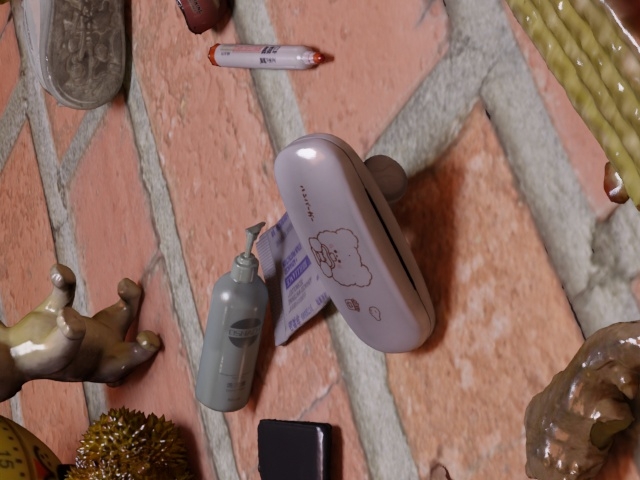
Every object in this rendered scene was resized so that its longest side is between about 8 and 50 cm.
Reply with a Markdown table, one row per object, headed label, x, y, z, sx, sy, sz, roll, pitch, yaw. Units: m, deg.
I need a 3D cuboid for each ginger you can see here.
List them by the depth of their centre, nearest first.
| label | x | y | z | sx | sy | sz | roll | pitch | yaw |
| --- | --- | --- | --- | --- | --- | --- | --- | --- | --- |
| ginger | 0.182 | 0.102 | 0.913 | 0.069 | 0.051 | 0.173 | 64 | 141 | 34 |

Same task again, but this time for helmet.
| label | x | y | z | sx | sy | sz | roll | pitch | yaw |
| --- | --- | --- | --- | --- | --- | --- | --- | --- | --- |
| helmet | -0.123 | -0.252 | 1.462 | 0.084 | 0.049 | 0.065 | -101 | -14 | -71 |

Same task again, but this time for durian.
| label | x | y | z | sx | sy | sz | roll | pitch | yaw |
| --- | --- | --- | --- | --- | --- | --- | --- | --- | --- |
| durian | -0.203 | 0.256 | 1.486 | 0.168 | 0.137 | 0.158 | -41 | 23 | 54 |

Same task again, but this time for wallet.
| label | x | y | z | sx | sy | sz | roll | pitch | yaw |
| --- | --- | --- | --- | --- | --- | --- | --- | --- | --- |
| wallet | -0.022 | 0.286 | 1.273 | 0.124 | 0.025 | 0.244 | -8 | 79 | 59 |

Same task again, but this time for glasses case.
| label | x | y | z | sx | sy | sz | roll | pitch | yaw |
| --- | --- | --- | --- | --- | --- | --- | --- | --- | --- |
| glasses case | 0.028 | 0.005 | 1.103 | 0.074 | 0.049 | 0.193 | -11 | 115 | 41 |

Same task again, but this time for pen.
| label | x | y | z | sx | sy | sz | roll | pitch | yaw |
| --- | --- | --- | --- | --- | --- | --- | --- | --- | --- |
| pen | -0.052 | -0.177 | 1.359 | 0.218 | 0.026 | 0.026 | 15 | 101 | 59 |

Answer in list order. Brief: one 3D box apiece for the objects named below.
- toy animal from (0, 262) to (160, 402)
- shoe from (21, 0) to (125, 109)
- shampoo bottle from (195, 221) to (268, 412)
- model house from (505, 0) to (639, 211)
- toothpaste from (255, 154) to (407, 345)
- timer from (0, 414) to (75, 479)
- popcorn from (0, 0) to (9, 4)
| label | x | y | z | sx | sy | sz | roll | pitch | yaw |
| --- | --- | --- | --- | --- | --- | --- | --- | --- | --- |
| toy animal | -0.297 | 0.112 | 1.573 | 0.169 | 0.233 | 0.121 | -54 | 49 | 32 |
| shoe | -0.313 | -0.305 | 1.731 | 0.159 | 0.124 | 0.316 | 161 | 109 | -65 |
| shampoo bottle | -0.081 | 0.072 | 1.336 | 0.056 | 0.056 | 0.195 | 53 | 140 | 48 |
| model house | 0.204 | -0.150 | 0.770 | 0.254 | 0.160 | 0.196 | -56 | 50 | 39 |
| toothpaste | 0.001 | -0.002 | 1.231 | 0.282 | 0.068 | 0.099 | -43 | 24 | 58 |
| timer | -0.396 | 0.361 | 1.597 | 0.376 | 0.387 | 0.376 | -21 | 57 | 36 |
| popcorn | -0.476 | -0.449 | 1.922 | 0.270 | 0.224 | 0.258 | 121 | 168 | -64 |
